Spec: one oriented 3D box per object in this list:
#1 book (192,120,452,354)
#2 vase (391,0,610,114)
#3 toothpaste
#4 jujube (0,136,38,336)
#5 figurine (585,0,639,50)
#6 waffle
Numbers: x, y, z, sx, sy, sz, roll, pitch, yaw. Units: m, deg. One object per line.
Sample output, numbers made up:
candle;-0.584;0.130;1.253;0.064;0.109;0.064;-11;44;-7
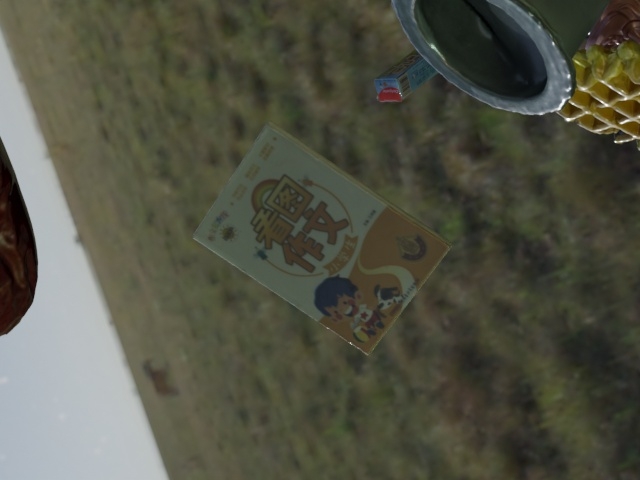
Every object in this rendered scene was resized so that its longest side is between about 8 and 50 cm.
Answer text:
book;0.000;0.000;1.917;0.295;0.208;0.020;33;-154;-3
vase;0.261;-0.326;1.644;0.245;0.291;0.245;34;163;12
toothpaste;0.161;-0.299;2.449;0.070;0.193;0.044;4;122;40
jujube;-0.376;-0.028;1.309;0.318;0.223;0.223;67;177;-52
figurine;0.435;-0.304;2.038;0.157;0.114;0.126;27;106;30
waffle;0.441;-0.171;1.857;0.283;0.309;0.065;51;-127;-63
